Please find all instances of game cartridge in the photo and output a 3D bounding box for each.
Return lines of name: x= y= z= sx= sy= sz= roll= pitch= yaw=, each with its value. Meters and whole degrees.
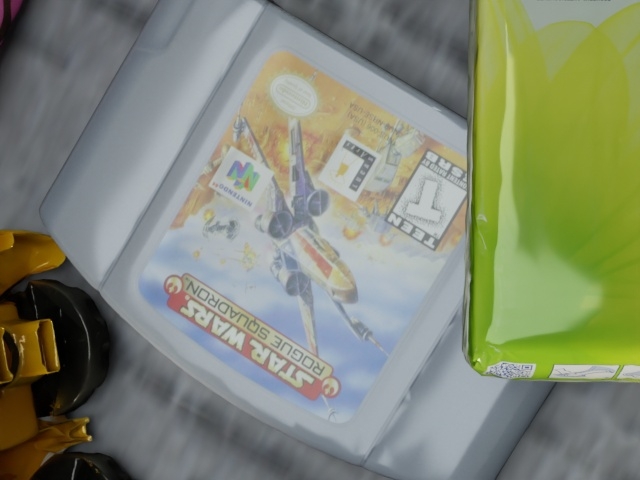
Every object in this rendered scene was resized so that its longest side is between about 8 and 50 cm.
game cartridge: x=0.000 y=0.000 z=0.948 sx=0.297 sy=0.062 sz=0.198 roll=32 pitch=92 yaw=14

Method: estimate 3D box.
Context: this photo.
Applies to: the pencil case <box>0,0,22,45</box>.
pencil case: x=-0.207 y=-0.170 z=0.984 sx=0.095 sy=0.098 sz=0.209 roll=23 pitch=95 yaw=14

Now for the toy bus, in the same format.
toy bus: x=-0.230 y=0.120 z=0.967 sx=0.211 sy=0.149 sz=0.220 roll=-13 pitch=87 yaw=27

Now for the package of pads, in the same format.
package of pads: x=0.187 y=-0.077 z=0.844 sx=0.229 sy=0.101 sz=0.296 roll=2 pitch=83 yaw=1
